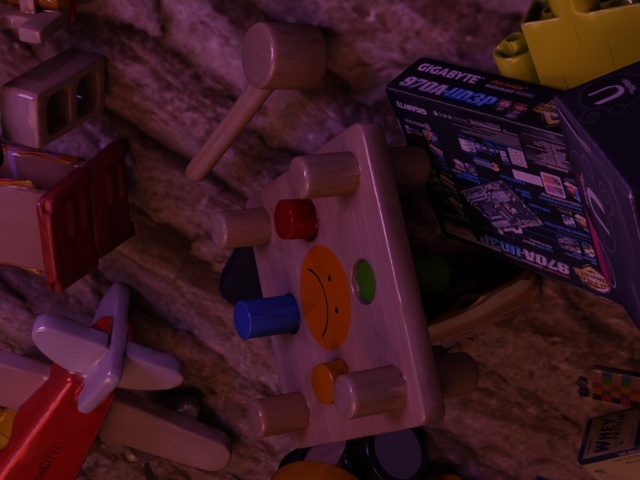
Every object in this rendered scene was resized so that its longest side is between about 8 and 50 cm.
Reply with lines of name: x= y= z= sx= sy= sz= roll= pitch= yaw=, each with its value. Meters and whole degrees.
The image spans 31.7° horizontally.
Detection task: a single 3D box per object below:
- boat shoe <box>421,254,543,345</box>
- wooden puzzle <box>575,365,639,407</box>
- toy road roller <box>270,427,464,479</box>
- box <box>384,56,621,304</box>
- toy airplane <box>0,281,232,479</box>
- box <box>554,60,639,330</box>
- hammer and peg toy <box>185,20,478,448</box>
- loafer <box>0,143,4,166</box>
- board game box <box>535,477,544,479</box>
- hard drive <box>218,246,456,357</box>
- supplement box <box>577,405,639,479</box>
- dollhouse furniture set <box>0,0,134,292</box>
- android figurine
boat shoe: x=0.128 y=0.077 z=1.108 sx=0.190 sy=0.068 sz=0.072 roll=-21 pitch=129 yaw=15
wooden puzzle: x=0.307 y=0.152 z=1.173 sx=0.083 sy=0.006 sz=0.049 roll=9 pitch=136 yaw=21
toy road roller: x=0.066 y=0.390 z=1.363 sx=0.329 sy=0.240 sz=0.202 roll=45 pitch=138 yaw=-12
box: x=0.166 y=-0.052 z=0.934 sx=0.220 sy=0.051 sz=0.175 roll=24 pitch=148 yaw=48
toy airplane: x=-0.338 y=0.202 z=1.426 sx=0.384 sy=0.272 sz=0.386 roll=-19 pitch=121 yaw=-5
box: x=0.318 y=-0.053 z=0.753 sx=0.270 sy=0.143 sz=0.165 roll=-22 pitch=124 yaw=2
hammer and peg toy: x=0.000 y=0.000 z=1.022 sx=0.127 sy=0.361 sz=0.266 roll=-7 pitch=169 yaw=-28
loafer: x=-0.325 y=-0.137 z=1.007 sx=0.061 sy=0.062 sz=0.170 roll=-17 pitch=109 yaw=25
board game box: x=0.318 y=0.376 z=1.381 sx=0.136 sy=0.035 sz=0.201 roll=13 pitch=138 yaw=17
hard drive: x=0.019 y=0.069 z=1.208 sx=0.255 sy=0.054 sz=0.172 roll=30 pitch=140 yaw=-3
supplement box: x=0.335 y=0.229 z=1.200 sx=0.083 sy=0.056 sz=0.083 roll=44 pitch=137 yaw=-18
dollhouse furniture set: x=-0.314 y=-0.150 z=1.125 sx=0.201 sy=0.152 sz=0.374 roll=13 pitch=120 yaw=18
android figurine: x=0.262 y=-0.121 z=0.873 sx=0.248 sy=0.056 sz=0.273 roll=-6 pitch=129 yaw=33
